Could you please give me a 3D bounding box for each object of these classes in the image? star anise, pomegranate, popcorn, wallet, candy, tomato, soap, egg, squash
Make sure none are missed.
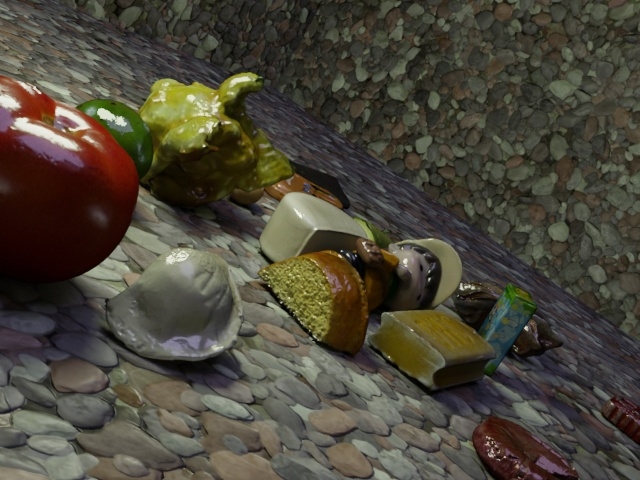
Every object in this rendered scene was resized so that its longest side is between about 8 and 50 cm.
[{"bbox_3d":[0.477,0.205,2.154,0.332,0.117,0.331,20,18,-7],"label":"star anise"},{"bbox_3d":[-0.406,-0.152,1.509,0.187,0.187,0.225,26,43,-17],"label":"pomegranate"},{"bbox_3d":[-0.239,-0.234,1.773,0.290,0.325,0.321,41,24,32],"label":"popcorn"},{"bbox_3d":[-0.062,-0.189,2.544,0.321,0.044,0.170,18,28,-30],"label":"wallet"},{"bbox_3d":[0.405,0.200,1.849,0.062,0.194,0.097,28,15,-4],"label":"candy"},{"bbox_3d":[-0.391,-0.069,1.098,0.299,0.226,0.298,36,10,-8],"label":"tomato"},{"bbox_3d":[0.230,0.215,1.665,0.173,0.089,0.274,39,17,27],"label":"soap"},{"bbox_3d":[-0.186,-0.129,2.018,0.080,0.080,0.096,38,13,27],"label":"egg"},{"bbox_3d":[0.124,0.017,2.094,0.137,0.137,0.287,36,9,22],"label":"squash"}]

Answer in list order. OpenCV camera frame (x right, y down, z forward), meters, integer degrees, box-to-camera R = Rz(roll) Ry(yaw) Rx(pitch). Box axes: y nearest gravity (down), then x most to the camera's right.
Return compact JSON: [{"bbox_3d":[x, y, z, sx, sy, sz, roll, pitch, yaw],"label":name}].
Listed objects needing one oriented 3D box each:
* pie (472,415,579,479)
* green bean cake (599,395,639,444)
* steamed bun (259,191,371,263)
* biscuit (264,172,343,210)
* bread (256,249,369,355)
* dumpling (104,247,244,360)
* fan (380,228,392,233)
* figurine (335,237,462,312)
[{"bbox_3d":[0.356,0.381,1.413,0.204,0.054,0.219,32,14,6],"label":"pie"},{"bbox_3d":[0.775,0.444,2.046,0.135,0.056,0.136,37,16,30],"label":"green bean cake"},{"bbox_3d":[-0.023,-0.011,1.803,0.164,0.146,0.242,43,20,32],"label":"steamed bun"},{"bbox_3d":[-0.080,-0.152,2.337,0.334,0.047,0.202,29,22,-7],"label":"biscuit"},{"bbox_3d":[0.005,0.089,1.544,0.129,0.134,0.260,12,23,-49],"label":"bread"},{"bbox_3d":[-0.185,0.096,1.177,0.166,0.126,0.216,50,15,10],"label":"dumpling"},{"bbox_3d":[0.124,-0.017,2.194,0.152,0.008,0.227,23,-13,-27],"label":"fan"},{"bbox_3d":[0.138,0.080,1.808,0.332,0.185,0.204,4,2,-28],"label":"figurine"}]
